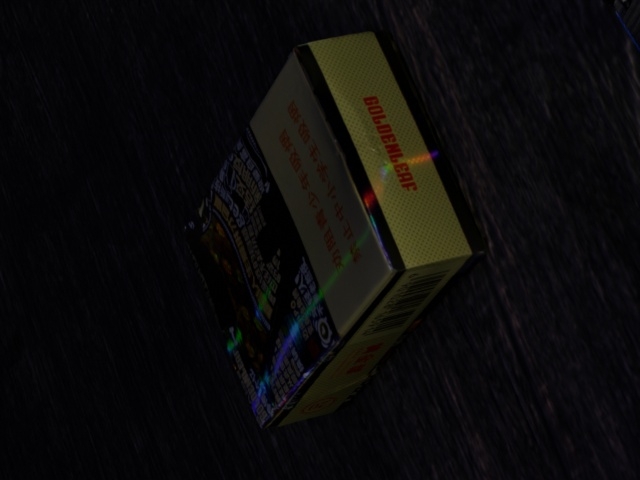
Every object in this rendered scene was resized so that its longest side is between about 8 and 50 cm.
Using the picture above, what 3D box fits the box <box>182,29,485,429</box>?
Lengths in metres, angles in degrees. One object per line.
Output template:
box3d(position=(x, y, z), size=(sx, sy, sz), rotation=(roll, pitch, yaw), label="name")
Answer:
box3d(position=(0.000, 0.000, 1.527), size=(0.198, 0.084, 0.310), rotation=(67, 151, 18), label="box")

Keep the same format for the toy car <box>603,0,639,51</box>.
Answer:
box3d(position=(0.217, -0.164, 1.059), size=(0.080, 0.070, 0.170), rotation=(63, 151, 26), label="toy car")
